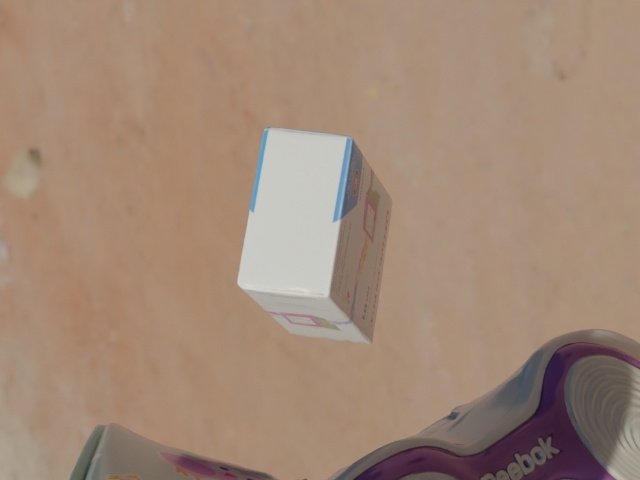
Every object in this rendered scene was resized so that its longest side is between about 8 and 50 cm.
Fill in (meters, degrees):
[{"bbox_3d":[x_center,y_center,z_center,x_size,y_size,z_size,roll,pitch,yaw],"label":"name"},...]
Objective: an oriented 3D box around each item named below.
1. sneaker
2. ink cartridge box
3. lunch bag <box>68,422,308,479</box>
[{"bbox_3d":[0.082,0.132,1.005,0.152,0.305,0.114,-36,73,52],"label":"sneaker"},{"bbox_3d":[0.000,0.000,1.032,0.122,0.052,0.089,52,-134,-72],"label":"ink cartridge box"},{"bbox_3d":[-0.068,0.206,0.632,0.224,0.107,0.279,-72,-1,-79],"label":"lunch bag"}]
